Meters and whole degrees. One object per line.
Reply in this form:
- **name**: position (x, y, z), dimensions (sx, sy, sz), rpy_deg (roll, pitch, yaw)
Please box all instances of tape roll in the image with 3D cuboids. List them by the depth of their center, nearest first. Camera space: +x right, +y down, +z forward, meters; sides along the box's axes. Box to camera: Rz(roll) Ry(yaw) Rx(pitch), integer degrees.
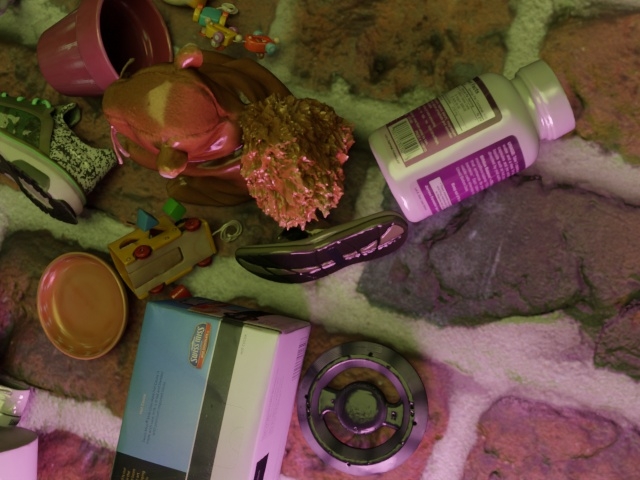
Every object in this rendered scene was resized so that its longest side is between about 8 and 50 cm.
- **tape roll**: position (-0.644, 0.397, 1.300), dimensions (0.286, 0.286, 0.100), rpy_deg (1, 88, 11)

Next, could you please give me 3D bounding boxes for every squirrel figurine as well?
- **squirrel figurine**: position (-0.136, -0.180, 1.180), dimensions (0.396, 0.370, 0.281), rpy_deg (17, 91, 11)

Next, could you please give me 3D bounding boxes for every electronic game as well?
- **electronic game**: position (0.071, 0.288, 1.284), dimensions (0.229, 0.048, 0.229), rpy_deg (-1, 87, 13)

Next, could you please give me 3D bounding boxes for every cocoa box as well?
- **cocoa box**: position (-0.179, 0.284, 1.240), dimensions (0.227, 0.231, 0.347), rpy_deg (12, 90, 12)

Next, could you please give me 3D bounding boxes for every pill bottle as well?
- **pill bottle**: position (0.244, -0.166, 1.209), dimensions (0.301, 0.169, 0.169), rpy_deg (-26, 83, 9)

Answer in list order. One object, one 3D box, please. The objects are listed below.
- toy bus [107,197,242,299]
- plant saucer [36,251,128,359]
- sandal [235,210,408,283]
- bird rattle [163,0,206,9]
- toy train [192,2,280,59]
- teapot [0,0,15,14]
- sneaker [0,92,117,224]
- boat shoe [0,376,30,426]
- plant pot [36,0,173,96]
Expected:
- **toy bus**: position (-0.275, 0.008, 1.332), dimensions (0.104, 0.202, 0.191), rpy_deg (38, 104, 41)
- **plant saucer**: position (-0.435, 0.118, 1.381), dimensions (0.199, 0.037, 0.200), rpy_deg (2, 95, 22)
- **sandal**: position (0.002, 0.000, 1.292), dimensions (0.302, 0.120, 0.086), rpy_deg (-15, 57, 8)
- **bird rattle**: position (-0.256, -0.533, 1.348), dimensions (0.253, 0.143, 0.207), rpy_deg (26, 109, 14)
- **toy train**: position (-0.156, -0.365, 1.323), dimensions (0.166, 0.125, 0.046), rpy_deg (47, 132, 33)
- **teapot**: position (-0.651, -0.572, 1.391), dimensions (0.256, 0.187, 0.253), rpy_deg (25, 93, 10)
- **sneaker**: position (-0.543, -0.208, 1.407), dimensions (0.410, 0.158, 0.182), rpy_deg (41, 64, 12)
- **boat shoe**: position (-0.673, 0.255, 1.409), dimensions (0.267, 0.096, 0.088), rpy_deg (26, 88, 10)
- **plant pot**: position (-0.395, -0.339, 1.339), dimensions (0.180, 0.201, 0.201), rpy_deg (-8, 86, 26)
